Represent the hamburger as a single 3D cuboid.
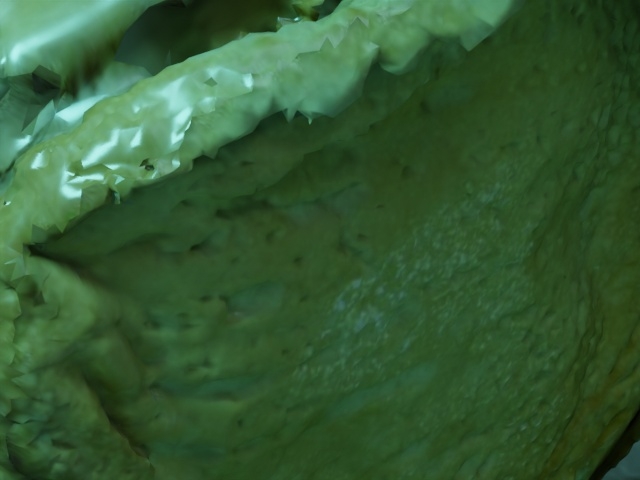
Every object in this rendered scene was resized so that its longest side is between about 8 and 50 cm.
[{"bbox_3d":[0.000,0.000,0.505,0.286,0.243,0.146,5,34,-47],"label":"hamburger"}]
